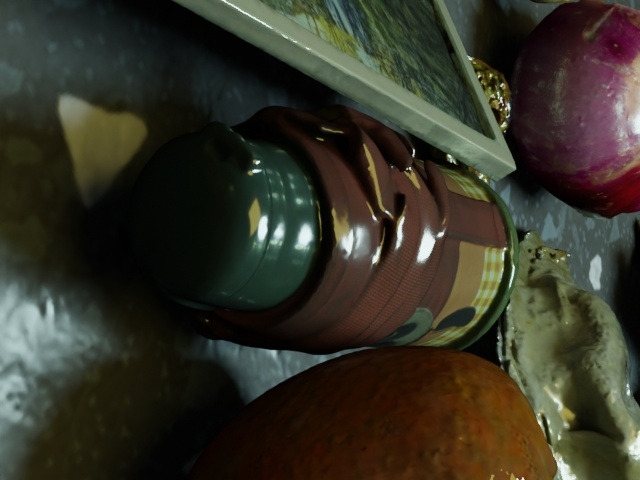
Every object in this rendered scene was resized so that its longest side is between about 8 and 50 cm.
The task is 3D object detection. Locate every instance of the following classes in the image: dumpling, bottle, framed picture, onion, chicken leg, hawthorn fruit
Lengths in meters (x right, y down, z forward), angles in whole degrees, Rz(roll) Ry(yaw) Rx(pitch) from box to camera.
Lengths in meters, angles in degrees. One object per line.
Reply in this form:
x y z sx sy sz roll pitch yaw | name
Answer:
0.216 0.110 0.809 0.166 0.086 0.332 39 36 -48 | dumpling
0.000 0.000 0.563 0.271 0.143 0.156 10 118 -55 | bottle
0.000 -0.175 0.588 0.324 0.020 0.240 20 45 -50 | framed picture
0.268 -0.113 0.900 0.207 0.201 0.200 24 67 -63 | onion
0.115 -0.058 0.780 0.093 0.070 0.178 -43 138 -75 | chicken leg
0.007 0.159 0.507 0.199 0.251 0.199 169 -90 -83 | hawthorn fruit

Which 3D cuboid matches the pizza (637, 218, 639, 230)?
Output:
0.462 0.083 1.109 0.289 0.081 0.229 65 17 15 | pizza

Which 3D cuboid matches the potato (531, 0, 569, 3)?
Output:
0.227 -0.292 0.908 0.118 0.109 0.178 36 46 -3 | potato
